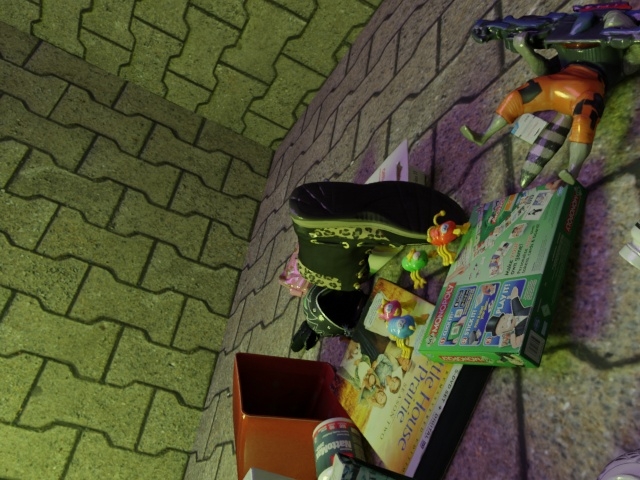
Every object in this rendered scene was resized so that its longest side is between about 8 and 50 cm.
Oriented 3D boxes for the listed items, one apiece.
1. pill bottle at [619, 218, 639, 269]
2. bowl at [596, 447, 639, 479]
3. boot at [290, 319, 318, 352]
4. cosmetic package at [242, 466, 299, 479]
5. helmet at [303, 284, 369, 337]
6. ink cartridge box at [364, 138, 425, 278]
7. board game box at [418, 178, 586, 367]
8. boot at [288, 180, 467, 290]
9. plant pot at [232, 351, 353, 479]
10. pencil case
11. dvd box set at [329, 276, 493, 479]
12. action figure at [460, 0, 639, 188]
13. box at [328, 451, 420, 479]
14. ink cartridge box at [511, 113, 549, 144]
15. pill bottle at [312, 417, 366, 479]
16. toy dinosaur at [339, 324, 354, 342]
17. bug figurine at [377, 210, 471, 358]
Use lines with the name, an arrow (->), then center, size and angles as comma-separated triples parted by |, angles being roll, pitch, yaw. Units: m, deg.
pill bottle -> 0.433, -0.015, 0.622 | 0.116, 0.065, 0.065 | -58, 21, 23
bowl -> 0.338, 0.286, 0.511 | 0.170, 0.080, 0.170 | -54, 22, 33
boot -> -0.049, 0.316, 1.580 | 0.121, 0.045, 0.099 | -64, 22, 6
cosmetic package -> -0.038, 0.635, 0.739 | 0.393, 0.330, 0.327 | -60, 18, 16
helmet -> 0.032, 0.176, 1.341 | 0.161, 0.169, 0.169 | -54, 18, -7
ink cartridge box -> 0.169, -0.071, 1.315 | 0.353, 0.119, 0.207 | -48, 26, 46
board game box -> 0.297, 0.053, 0.828 | 0.213, 0.046, 0.317 | -21, 37, 60
boot -> 0.113, 0.002, 1.150 | 0.284, 0.378, 0.138 | 97, 174, -55
plant pot -> -0.096, 0.461, 1.250 | 0.267, 0.268, 0.235 | -124, 46, -68
pencil case -> 0.000, 0.000, 1.642 | 0.160, 0.167, 0.385 | 29, 97, 36
dvd box set -> 0.164, 0.264, 1.029 | 0.307, 0.062, 0.420 | -66, 19, 1
action figure -> 0.388, -0.271, 0.846 | 0.330, 0.178, 0.341 | -51, 41, -4
box -> 0.133, 0.403, 0.554 | 0.058, 0.322, 0.232 | 142, 148, -79
ink cartridge box -> 0.410, -0.212, 0.967 | 0.048, 0.028, 0.083 | -60, 20, 21
pill bottle -> 0.045, 0.473, 1.043 | 0.108, 0.108, 0.180 | -59, 21, 23
toy dinosaur -> 0.077, 0.249, 1.257 | 0.090, 0.082, 0.047 | -37, 32, -30
bug figurine -> 0.177, 0.081, 0.948 | 0.279, 0.072, 0.216 | -62, 2, -16
